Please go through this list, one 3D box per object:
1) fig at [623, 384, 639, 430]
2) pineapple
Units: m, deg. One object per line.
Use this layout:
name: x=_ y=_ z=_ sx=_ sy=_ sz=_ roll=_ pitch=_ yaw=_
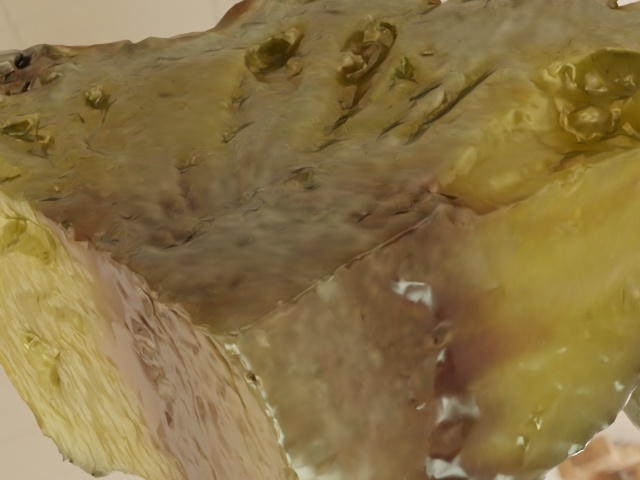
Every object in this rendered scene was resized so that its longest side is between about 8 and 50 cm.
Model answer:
fig: x=0.184 y=0.018 z=0.848 sx=0.123 sy=0.156 sz=0.123 roll=-28 pitch=178 yaw=-1
pineapple: x=0.000 y=0.000 z=0.426 sx=0.236 sy=0.186 sz=0.114 roll=-13 pitch=120 yaw=22
